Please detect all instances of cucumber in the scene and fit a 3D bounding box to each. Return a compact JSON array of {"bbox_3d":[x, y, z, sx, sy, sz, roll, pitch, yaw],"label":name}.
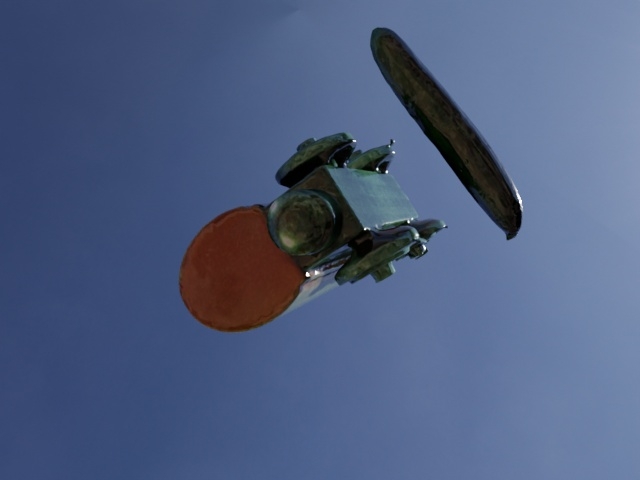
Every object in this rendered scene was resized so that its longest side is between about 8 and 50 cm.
[{"bbox_3d":[0.095,-0.082,0.476,0.184,0.036,0.033,53,-36,6],"label":"cucumber"}]

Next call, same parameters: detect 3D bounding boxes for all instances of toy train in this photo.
[{"bbox_3d":[0.000,0.000,0.546,0.177,0.285,0.116,-34,-95,17],"label":"toy train"}]
